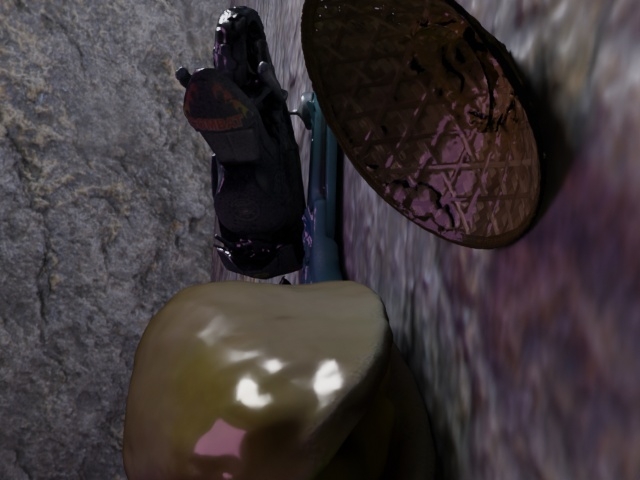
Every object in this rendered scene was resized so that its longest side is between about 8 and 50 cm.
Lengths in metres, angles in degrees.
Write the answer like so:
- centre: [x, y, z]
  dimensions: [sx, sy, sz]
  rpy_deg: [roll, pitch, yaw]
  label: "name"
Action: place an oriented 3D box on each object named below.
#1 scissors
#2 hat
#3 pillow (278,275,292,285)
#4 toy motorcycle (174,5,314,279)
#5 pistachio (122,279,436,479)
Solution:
- centre: [-0.001, 0.000, 0.716]
  dimensions: [0.180, 0.032, 0.393]
  rpy_deg: [137, 137, -73]
  label: "scissors"
- centre: [0.062, -0.074, 0.368]
  dimensions: [0.146, 0.067, 0.146]
  rpy_deg: [42, 157, 23]
  label: "hat"
- centre: [-0.045, 0.114, 0.861]
  dimensions: [0.150, 0.048, 0.090]
  rpy_deg: [115, 160, -54]
  label: "pillow"
- centre: [-0.062, -0.068, 0.783]
  dimensions: [0.173, 0.108, 0.307]
  rpy_deg: [-80, -16, -46]
  label: "toy motorcycle"
- centre: [-0.028, 0.109, 0.511]
  dimensions: [0.166, 0.197, 0.288]
  rpy_deg: [54, 163, -24]
  label: "pistachio"
